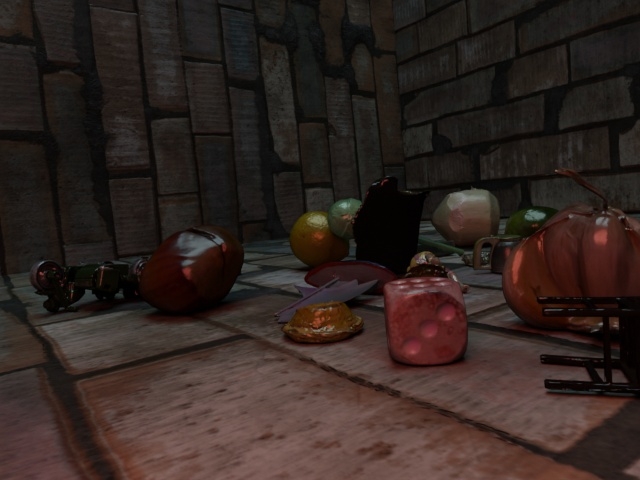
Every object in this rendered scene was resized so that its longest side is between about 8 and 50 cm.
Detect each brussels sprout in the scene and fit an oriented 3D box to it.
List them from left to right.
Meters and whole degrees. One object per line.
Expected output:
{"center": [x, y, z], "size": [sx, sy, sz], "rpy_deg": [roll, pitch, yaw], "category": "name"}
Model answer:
{"center": [0.631, -0.034, 1.394], "size": [0.161, 0.144, 0.180], "rpy_deg": [-36, 1, -42], "category": "brussels sprout"}

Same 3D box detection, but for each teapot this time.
{"center": [0.429, 0.030, 1.102], "size": [0.124, 0.091, 0.092], "rpy_deg": [-6, 3, -21], "category": "teapot"}

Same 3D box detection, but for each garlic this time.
{"center": [0.349, 0.034, 0.596], "size": [0.207, 0.207, 0.257], "rpy_deg": [-3, -33, 22], "category": "garlic"}

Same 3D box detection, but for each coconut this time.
{"center": [0.521, -0.081, 1.699], "size": [0.234, 0.224, 0.224], "rpy_deg": [8, 7, 10], "category": "coconut"}

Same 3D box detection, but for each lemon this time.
{"center": [0.000, 0.000, 1.469], "size": [0.203, 0.178, 0.178], "rpy_deg": [27, 14, 14], "category": "lemon"}

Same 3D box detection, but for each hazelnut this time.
{"center": [-0.274, 0.061, 0.987], "size": [0.180, 0.181, 0.212], "rpy_deg": [18, 24, 24], "category": "hazelnut"}

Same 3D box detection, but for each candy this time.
{"center": [0.231, -0.022, 1.394], "size": [0.439, 0.119, 0.119], "rpy_deg": [15, 0, -11], "category": "candy"}

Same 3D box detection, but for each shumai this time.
{"center": [0.178, 0.080, 0.763], "size": [0.099, 0.087, 0.124], "rpy_deg": [-6, 3, 11], "category": "shumai"}

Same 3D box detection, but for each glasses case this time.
{"center": [0.318, 0.034, 1.486], "size": [0.205, 0.047, 0.071], "rpy_deg": [-7, 0, -19], "category": "glasses case"}

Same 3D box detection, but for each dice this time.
{"center": [0.126, 0.096, 0.578], "size": [0.093, 0.091, 0.094], "rpy_deg": [-5, 3, 4], "category": "dice"}

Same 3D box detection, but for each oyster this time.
{"center": [0.435, 0.046, 1.237], "size": [0.100, 0.037, 0.098], "rpy_deg": [-5, 5, -5], "category": "oyster"}

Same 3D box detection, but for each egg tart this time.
{"center": [0.001, 0.119, 0.719], "size": [0.128, 0.049, 0.129], "rpy_deg": [-5, 2, 0], "category": "egg tart"}

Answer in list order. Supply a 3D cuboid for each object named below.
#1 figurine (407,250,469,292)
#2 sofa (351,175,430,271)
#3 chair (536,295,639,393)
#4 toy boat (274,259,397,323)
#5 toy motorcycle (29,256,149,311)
{"center": [0.239, 0.075, 0.993], "size": [0.083, 0.083, 0.187], "rpy_deg": [-7, 17, -18], "category": "figurine"}
{"center": [0.163, -0.036, 1.237], "size": [0.182, 0.258, 0.200], "rpy_deg": [8, 5, -1], "category": "sofa"}
{"center": [0.324, 0.094, 0.445], "size": [0.212, 0.084, 0.101], "rpy_deg": [-3, 2, 22], "category": "chair"}
{"center": [0.043, 0.093, 0.936], "size": [0.219, 0.072, 0.318], "rpy_deg": [-7, 7, 11], "category": "toy boat"}
{"center": [-0.537, 0.105, 1.153], "size": [0.205, 0.127, 0.275], "rpy_deg": [-2, -2, 23], "category": "toy motorcycle"}
